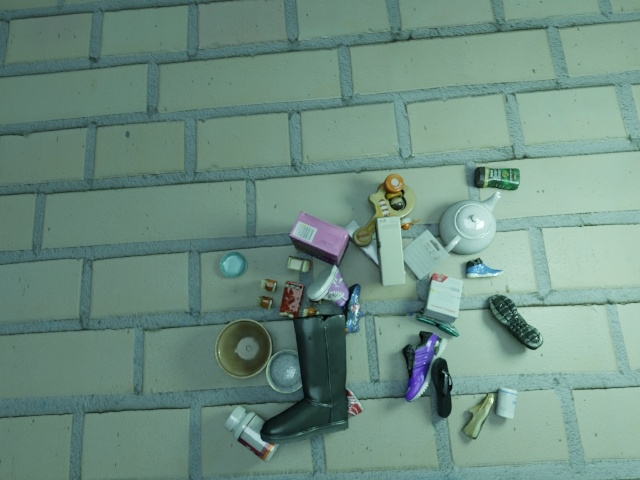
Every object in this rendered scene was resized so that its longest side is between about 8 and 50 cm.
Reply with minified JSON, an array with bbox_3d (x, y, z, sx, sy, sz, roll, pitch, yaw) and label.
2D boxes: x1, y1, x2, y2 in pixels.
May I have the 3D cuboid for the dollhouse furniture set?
[{"bbox_3d":[-0.112,0.201,1.935,0.262,0.135,0.259,13,89,7],"label":"dollhouse furniture set"}]

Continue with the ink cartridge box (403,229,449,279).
[{"bbox_3d":[0.437,0.056,1.904,0.145,0.045,0.179,52,124,13],"label":"ink cartridge box"}]

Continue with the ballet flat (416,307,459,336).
[{"bbox_3d":[0.493,0.333,1.877,0.188,0.070,0.070,24,79,7],"label":"ballet flat"}]

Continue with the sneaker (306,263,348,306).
[{"bbox_3d":[0.048,0.210,1.823,0.102,0.282,0.161,-26,97,25],"label":"sneaker"}]

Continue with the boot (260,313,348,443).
[{"bbox_3d":[-0.063,0.514,1.745,0.367,0.146,0.444,-2,91,-28],"label":"boot"}]

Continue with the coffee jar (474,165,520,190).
[{"bbox_3d":[0.774,-0.274,1.996,0.185,0.079,0.096,4,77,5],"label":"coffee jar"}]

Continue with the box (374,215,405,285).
[{"bbox_3d":[0.278,0.039,1.832,0.094,0.113,0.275,-5,93,1],"label":"box"}]

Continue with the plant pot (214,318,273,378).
[{"bbox_3d":[-0.310,0.446,1.877,0.238,0.110,0.237,-1,76,3],"label":"plant pot"}]

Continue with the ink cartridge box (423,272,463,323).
[{"bbox_3d":[0.503,0.237,1.865,0.128,0.072,0.175,16,57,7],"label":"ink cartridge box"}]

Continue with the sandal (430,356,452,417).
[{"bbox_3d":[0.489,0.571,1.771,0.097,0.055,0.254,-23,106,-40],"label":"sandal"}]

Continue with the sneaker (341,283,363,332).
[{"bbox_3d":[0.137,0.289,1.909,0.087,0.083,0.221,23,67,-25],"label":"sneaker"}]

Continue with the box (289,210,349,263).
[{"bbox_3d":[0.000,0.000,1.895,0.214,0.243,0.117,23,79,8],"label":"box"}]

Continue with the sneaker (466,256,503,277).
[{"bbox_3d":[0.694,0.112,1.918,0.152,0.058,0.084,-5,85,9],"label":"sneaker"}]

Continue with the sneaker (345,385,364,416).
[{"bbox_3d":[0.118,0.653,1.833,0.067,0.042,0.118,-36,79,-8],"label":"sneaker"}]

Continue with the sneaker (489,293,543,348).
[{"bbox_3d":[0.782,0.338,1.844,0.101,0.106,0.267,-33,56,1],"label":"sneaker"}]

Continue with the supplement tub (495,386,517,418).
[{"bbox_3d":[0.730,0.637,1.783,0.071,0.071,0.107,11,78,6],"label":"supplement tub"}]

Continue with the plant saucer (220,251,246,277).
[{"bbox_3d":[-0.384,0.109,2.008,0.119,0.021,0.119,-1,76,4],"label":"plant saucer"}]

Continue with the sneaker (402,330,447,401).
[{"bbox_3d":[0.384,0.496,1.828,0.146,0.102,0.293,29,72,10],"label":"sneaker"}]

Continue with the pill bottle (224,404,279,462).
[{"bbox_3d":[-0.263,0.759,1.792,0.221,0.121,0.121,32,81,11],"label":"pill bottle"}]

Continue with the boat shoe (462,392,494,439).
[{"bbox_3d":[0.618,0.680,1.785,0.072,0.068,0.190,27,80,21],"label":"boat shoe"}]

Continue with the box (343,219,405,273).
[{"bbox_3d":[0.231,0.051,1.961,0.067,0.063,0.324,-43,78,-8],"label":"box"}]

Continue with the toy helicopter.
[{"bbox_3d":[0.280,-0.096,1.948,0.235,0.140,0.355,43,75,1],"label":"toy helicopter"}]

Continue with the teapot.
[{"bbox_3d":[0.622,-0.063,1.900,0.253,0.187,0.255,-1,77,4],"label":"teapot"}]

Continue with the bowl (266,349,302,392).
[{"bbox_3d":[-0.140,0.528,1.852,0.170,0.080,0.170,1,83,-11],"label":"bowl"}]
